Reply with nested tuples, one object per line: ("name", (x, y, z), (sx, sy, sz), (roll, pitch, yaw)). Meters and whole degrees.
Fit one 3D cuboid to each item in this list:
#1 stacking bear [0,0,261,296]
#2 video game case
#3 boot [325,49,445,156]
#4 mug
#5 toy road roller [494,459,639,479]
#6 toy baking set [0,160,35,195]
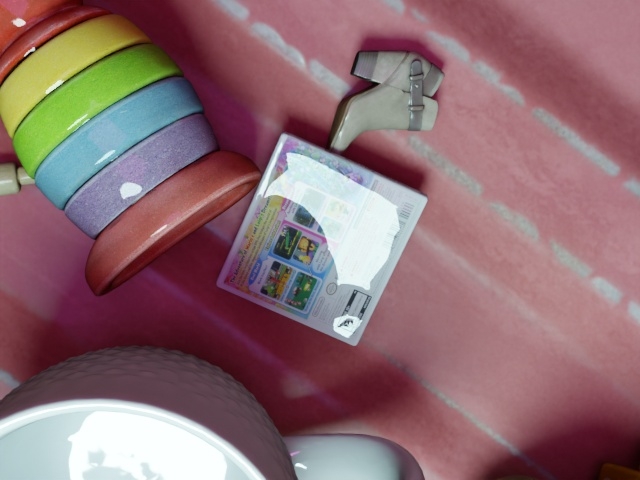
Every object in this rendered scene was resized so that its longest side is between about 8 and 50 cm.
("stacking bear", (-0.198, -0.124, 0.889), (0.175, 0.164, 0.289), (-36, 90, -14))
("video game case", (0.000, 0.000, 0.972), (0.143, 0.019, 0.157), (24, 105, -4))
("boot", (0.061, -0.116, 0.969), (0.087, 0.042, 0.118), (16, 106, -14))
("mug", (-0.102, 0.214, 0.846), (0.374, 0.328, 0.276), (-6, 96, -2))
("toy road roller", (0.307, 0.238, 0.934), (0.330, 0.202, 0.240), (18, 82, -8))
("toy baking set", (-0.344, -0.127, 0.959), (0.256, 0.030, 0.196), (-13, 90, -7))
